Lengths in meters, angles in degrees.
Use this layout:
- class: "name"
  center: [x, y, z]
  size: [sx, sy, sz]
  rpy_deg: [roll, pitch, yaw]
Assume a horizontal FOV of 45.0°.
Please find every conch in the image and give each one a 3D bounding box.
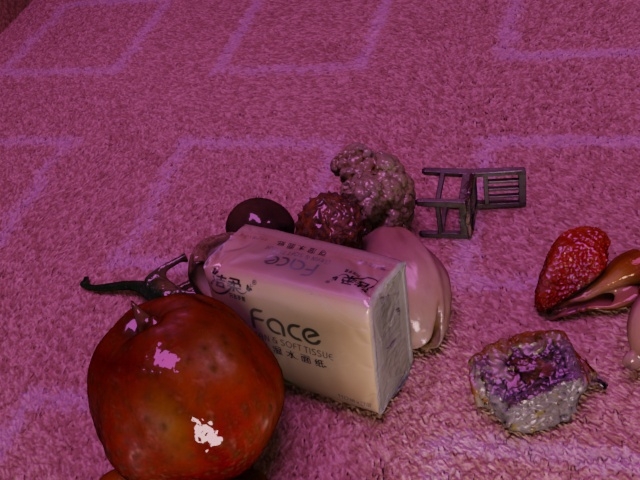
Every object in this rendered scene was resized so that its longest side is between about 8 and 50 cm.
- class: "conch"
  center: [0.667, 0.103, 1.769]
  size: [0.330, 0.093, 0.109]
  rpy_deg: [-30, 84, 13]

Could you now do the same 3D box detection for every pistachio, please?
- class: "pistachio"
  center: [0.192, 0.108, 1.816]
  size: [0.226, 0.208, 0.332]
  rpy_deg: [-50, 54, 27]

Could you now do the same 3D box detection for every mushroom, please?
- class: "mushroom"
  center: [-0.188, 0.079, 1.949]
  size: [0.267, 0.189, 0.164]
  rpy_deg: [0, 34, 5]

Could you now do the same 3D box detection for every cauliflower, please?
- class: "cauliflower"
  center: [0.109, -0.127, 2.025]
  size: [0.281, 0.260, 0.327]
  rpy_deg: [-2, 10, 10]

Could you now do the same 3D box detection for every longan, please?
- class: "longan"
  center: [-0.157, -0.036, 2.062]
  size: [0.185, 0.159, 0.204]
  rpy_deg: [-3, 1, -21]

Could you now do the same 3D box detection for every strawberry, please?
- class: "strawberry"
  center: [0.568, 0.043, 1.787]
  size: [0.175, 0.106, 0.236]
  rpy_deg: [-25, 20, 49]

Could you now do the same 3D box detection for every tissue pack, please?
- class: "tissue pack"
  center: [-0.021, 0.168, 1.695]
  size: [0.405, 0.331, 0.205]
  rpy_deg: [12, 39, 26]

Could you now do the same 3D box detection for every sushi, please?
- class: "sushi"
  center: [0.447, 0.283, 1.598]
  size: [0.274, 0.139, 0.184]
  rpy_deg: [-20, 45, 4]

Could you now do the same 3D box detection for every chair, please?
- class: "chair"
  center: [0.392, -0.096, 2.007]
  size: [0.270, 0.136, 0.147]
  rpy_deg: [3, 47, 16]

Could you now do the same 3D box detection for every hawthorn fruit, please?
- class: "hawthorn fruit"
  center: [-0.285, 0.279, 1.542]
  size: [0.403, 0.402, 0.402]
  rpy_deg: [-8, 44, 8]

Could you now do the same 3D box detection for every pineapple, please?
- class: "pineapple"
  center: [0.000, 0.000, 1.863]
  size: [0.175, 0.361, 0.175]
  rpy_deg: [4, 73, -15]

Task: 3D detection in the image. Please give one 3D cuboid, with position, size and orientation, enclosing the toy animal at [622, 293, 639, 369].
- class: "toy animal"
  center: [0.756, 0.184, 1.580]
  size: [0.221, 0.210, 0.229]
  rpy_deg: [22, 18, 39]

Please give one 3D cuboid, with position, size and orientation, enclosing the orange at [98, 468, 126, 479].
- class: "orange"
  center: [-0.391, 0.540, 1.569]
  size: [0.159, 0.159, 0.136]
  rpy_deg: [28, 21, 36]

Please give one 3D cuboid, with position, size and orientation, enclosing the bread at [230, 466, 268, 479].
- class: "bread"
  center: [-0.112, 0.559, 1.514]
  size: [0.124, 0.084, 0.344]
  rpy_deg: [-41, 49, -8]

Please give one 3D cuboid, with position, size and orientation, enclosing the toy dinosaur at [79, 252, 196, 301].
- class: "toy dinosaur"
  center: [-0.458, 0.157, 2.018]
  size: [0.301, 0.087, 0.447]
  rpy_deg: [-24, 38, -11]
